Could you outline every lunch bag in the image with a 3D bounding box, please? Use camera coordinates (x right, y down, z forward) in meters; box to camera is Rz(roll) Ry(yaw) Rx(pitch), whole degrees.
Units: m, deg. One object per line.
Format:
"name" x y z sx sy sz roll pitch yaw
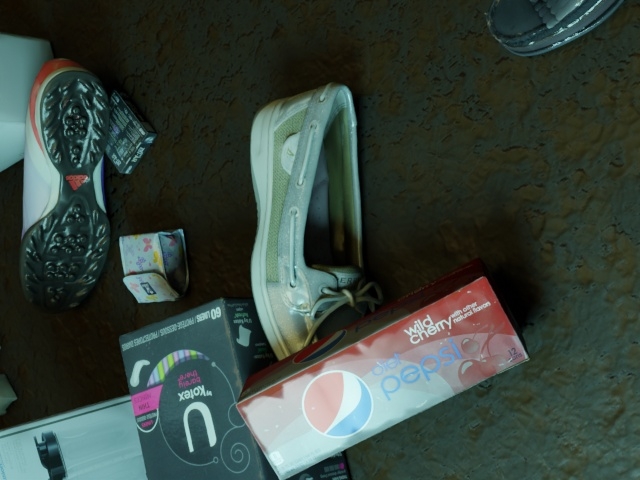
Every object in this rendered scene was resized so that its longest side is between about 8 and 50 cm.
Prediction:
"lunch bag" -0.195 0.031 1.414 0.071 0.053 0.083 -4 95 38

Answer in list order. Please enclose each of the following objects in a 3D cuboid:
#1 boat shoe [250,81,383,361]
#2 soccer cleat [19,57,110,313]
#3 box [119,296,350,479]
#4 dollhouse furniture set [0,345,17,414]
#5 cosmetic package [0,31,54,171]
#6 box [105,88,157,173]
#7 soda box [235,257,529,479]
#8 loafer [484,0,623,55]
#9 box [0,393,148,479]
"boat shoe" 0.002 -0.001 1.229 0.103 0.118 0.320 -16 72 40
"soccer cleat" -0.320 -0.067 1.484 0.116 0.108 0.318 -137 50 -58
"box" -0.086 0.207 1.269 0.165 0.143 0.270 -23 76 35
"dollhouse furniture set" -0.521 0.310 1.562 0.286 0.198 0.303 -46 64 27
"cosmetic package" -0.484 -0.165 1.530 0.224 0.224 0.138 -24 77 35
"box" -0.243 -0.133 1.475 0.083 0.018 0.067 50 117 27
"soda box" 0.057 0.119 1.130 0.263 0.083 0.092 -28 98 8
"loafer" 0.254 -0.278 1.055 0.302 0.095 0.109 -37 67 30
"box" -0.259 0.267 1.297 0.087 0.290 0.169 -22 84 35
